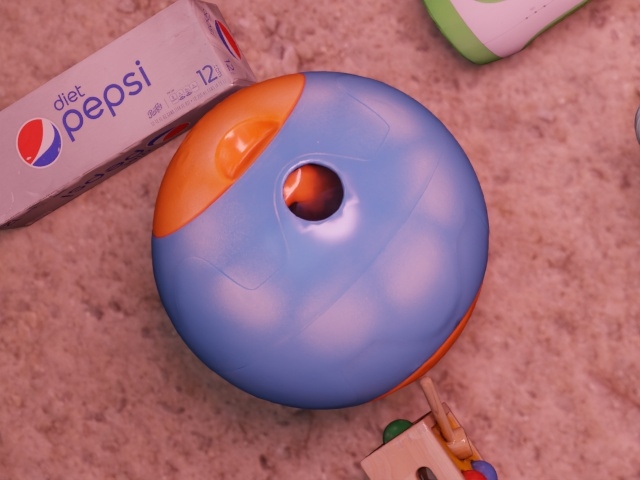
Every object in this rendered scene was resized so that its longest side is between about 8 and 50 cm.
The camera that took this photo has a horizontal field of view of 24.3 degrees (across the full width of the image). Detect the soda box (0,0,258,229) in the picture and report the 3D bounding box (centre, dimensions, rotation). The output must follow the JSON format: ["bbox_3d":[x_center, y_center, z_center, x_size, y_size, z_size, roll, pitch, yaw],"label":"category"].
[{"bbox_3d":[-0.207,-0.118,1.415,0.286,0.091,0.098,-30,86,15],"label":"soda box"}]

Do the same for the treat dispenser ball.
[{"bbox_3d":[0.000,0.000,1.263,0.288,0.288,0.288,1,93,15],"label":"treat dispenser ball"}]

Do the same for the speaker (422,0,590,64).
[{"bbox_3d":[0.227,-0.272,1.257,0.296,0.131,0.131,-33,84,23],"label":"speaker"}]

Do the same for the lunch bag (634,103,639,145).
[{"bbox_3d":[0.396,-0.108,1.193,0.279,0.224,0.108,-41,53,15],"label":"lunch bag"}]

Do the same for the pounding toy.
[{"bbox_3d":[0.106,0.197,1.326,0.100,0.130,0.141,-35,84,14],"label":"pounding toy"}]
